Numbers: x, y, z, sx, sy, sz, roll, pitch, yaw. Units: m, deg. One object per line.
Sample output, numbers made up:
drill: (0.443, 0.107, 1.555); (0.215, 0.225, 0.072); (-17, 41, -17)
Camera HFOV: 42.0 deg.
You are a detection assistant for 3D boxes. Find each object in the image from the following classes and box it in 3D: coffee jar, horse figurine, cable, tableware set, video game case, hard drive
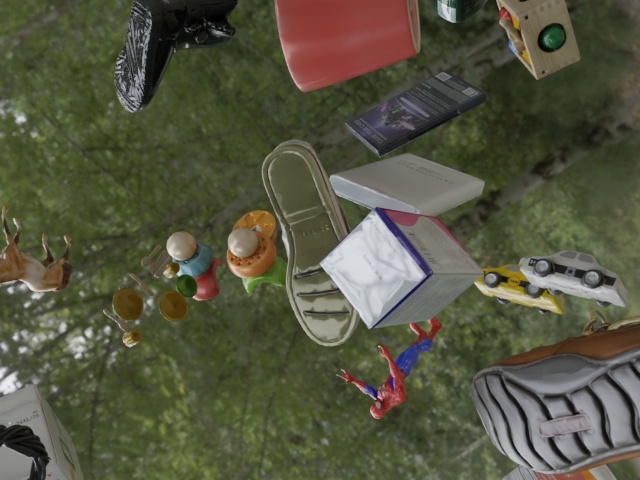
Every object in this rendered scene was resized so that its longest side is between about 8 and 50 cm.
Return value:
coffee jar: (0.234, -0.460, 1.403); (0.079, 0.096, 0.184); (43, 168, 25)
horse figurine: (-0.623, 0.044, 1.793); (0.263, 0.066, 0.174); (36, -135, -50)
cable: (-0.499, 0.362, 1.310); (0.184, 0.047, 0.150); (-1, -87, -63)
tableware set: (-0.243, 0.087, 1.208); (0.104, 0.024, 0.154); (46, -133, -16)
video game case: (0.211, -0.291, 1.885); (0.026, 0.274, 0.196); (65, 173, -32)
hard drive: (0.210, -0.128, 1.960); (0.233, 0.047, 0.353); (24, -155, 27)

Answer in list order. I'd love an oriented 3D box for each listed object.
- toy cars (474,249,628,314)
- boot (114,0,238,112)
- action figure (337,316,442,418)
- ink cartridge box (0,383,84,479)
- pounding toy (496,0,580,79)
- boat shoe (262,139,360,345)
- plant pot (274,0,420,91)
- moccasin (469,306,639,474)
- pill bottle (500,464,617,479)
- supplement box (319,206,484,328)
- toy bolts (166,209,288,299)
toy cars: (0.448, 0.070, 1.634); (0.176, 0.087, 0.394); (27, 166, -11)
boot: (-0.264, -0.357, 1.560); (0.207, 0.246, 0.094); (-20, -123, -40)
action figure: (0.144, 0.244, 1.744); (0.139, 0.091, 0.280); (40, -133, -7)
ink cartridge box: (-0.624, 0.471, 1.728); (0.270, 0.198, 0.197); (86, 158, -53)
pounding toy: (0.308, -0.314, 1.230); (0.141, 0.100, 0.130); (-103, -14, -55)
boat shoe: (0.000, 0.000, 1.209); (0.103, 0.113, 0.302); (-58, -42, -69)
plant pot: (0.062, -0.444, 1.629); (0.275, 0.243, 0.275); (-5, -90, -76)
moccasin: (0.282, 0.144, 0.842); (0.139, 0.147, 0.380); (63, 153, 13)
pill bottle: (0.349, 0.407, 1.313); (0.121, 0.216, 0.121); (45, -169, -11)
supplement box: (0.115, 0.037, 1.108); (0.111, 0.114, 0.220); (53, -158, 20)
toy bolts: (-0.201, 0.003, 1.721); (0.158, 0.228, 0.218); (61, -162, -49)
